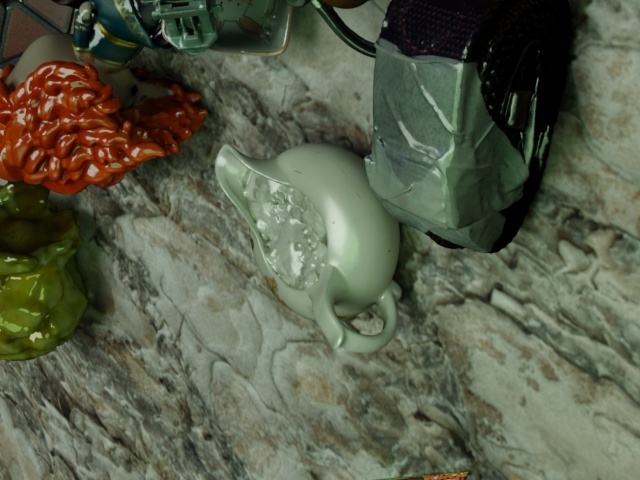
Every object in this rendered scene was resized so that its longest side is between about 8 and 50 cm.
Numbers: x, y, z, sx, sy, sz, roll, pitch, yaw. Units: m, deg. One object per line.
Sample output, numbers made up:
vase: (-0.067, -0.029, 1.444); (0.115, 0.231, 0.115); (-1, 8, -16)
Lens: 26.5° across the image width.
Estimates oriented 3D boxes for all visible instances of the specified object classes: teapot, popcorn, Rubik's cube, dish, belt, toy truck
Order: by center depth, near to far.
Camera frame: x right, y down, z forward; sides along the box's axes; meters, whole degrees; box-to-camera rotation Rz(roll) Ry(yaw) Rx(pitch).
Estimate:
belt: (0.152, -0.125, 1.321); (0.164, 0.184, 0.289); (25, 121, 36)
toy truck: (-0.157, -0.343, 1.500); (0.140, 0.108, 0.256); (72, -168, -82)
teapot: (0.000, 0.000, 1.535); (0.298, 0.139, 0.204); (51, 128, 28)
dish: (-0.092, -0.334, 1.583); (0.154, 0.064, 0.234); (9, 96, 10)
Rubik's cube: (-0.456, -0.374, 1.928); (0.233, 0.229, 0.228); (107, -177, -72)
popcorn: (-0.455, 0.039, 1.967); (0.258, 0.224, 0.270); (2, 91, 30)

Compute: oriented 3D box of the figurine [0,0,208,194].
figurine: (-0.280, -0.252, 1.730); (0.306, 0.241, 0.411); (20, 104, 23)

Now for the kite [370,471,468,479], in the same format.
kite: (0.098, 0.319, 1.590); (0.125, 0.008, 0.222); (39, 124, 35)

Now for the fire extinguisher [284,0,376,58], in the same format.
fire extinguisher: (0.089, -0.302, 1.375); (0.376, 0.113, 0.200); (-28, 94, 37)
